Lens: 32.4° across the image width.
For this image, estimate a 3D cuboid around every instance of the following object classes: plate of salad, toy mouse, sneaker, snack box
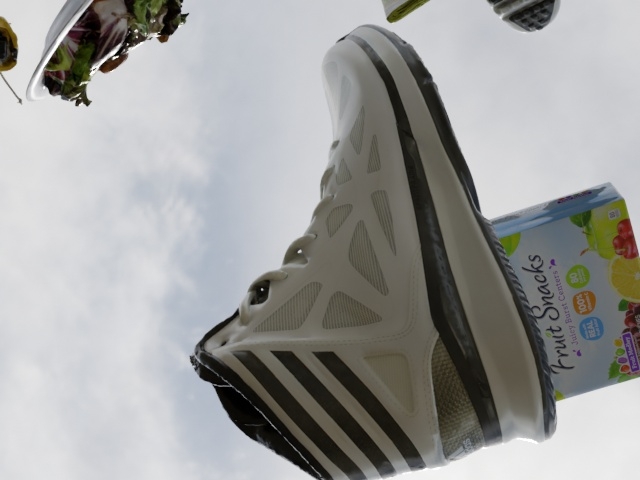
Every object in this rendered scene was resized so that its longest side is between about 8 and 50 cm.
[{"bbox_3d":[-0.096,-0.148,0.648,0.048,0.200,0.200,43,-65,-8],"label":"plate of salad"},{"bbox_3d":[-0.383,-0.213,1.126,0.031,0.143,0.161,-106,-162,-49],"label":"toy mouse"},{"bbox_3d":[0.247,-0.420,1.477,0.110,0.118,0.292,-17,-65,25],"label":"sneaker"},{"bbox_3d":[0.000,0.000,0.909,0.257,0.169,0.447,-18,-132,1],"label":"sneaker"},{"bbox_3d":[0.259,0.063,1.183,0.174,0.070,0.207,-17,-71,6],"label":"snack box"}]

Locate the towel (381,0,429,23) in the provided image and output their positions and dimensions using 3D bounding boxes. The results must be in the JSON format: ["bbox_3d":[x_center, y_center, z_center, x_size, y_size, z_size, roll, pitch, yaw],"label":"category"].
[{"bbox_3d":[0.129,-0.369,1.582,0.102,0.237,0.021,-31,-69,11],"label":"towel"}]
